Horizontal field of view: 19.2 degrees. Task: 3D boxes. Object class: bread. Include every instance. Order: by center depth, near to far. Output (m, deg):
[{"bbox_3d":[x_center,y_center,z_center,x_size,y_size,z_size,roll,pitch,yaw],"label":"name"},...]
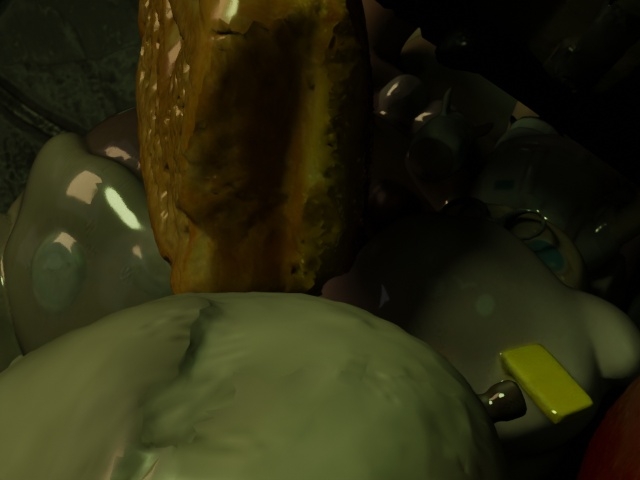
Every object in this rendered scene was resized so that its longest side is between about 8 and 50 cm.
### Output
[{"bbox_3d":[-0.025,-0.093,0.691,0.271,0.077,0.139,-101,17,-60],"label":"bread"}]

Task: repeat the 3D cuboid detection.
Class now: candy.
[{"bbox_3d":[-0.056,0.146,0.541,0.295,0.185,0.295,-42,21,20],"label":"candy"}]

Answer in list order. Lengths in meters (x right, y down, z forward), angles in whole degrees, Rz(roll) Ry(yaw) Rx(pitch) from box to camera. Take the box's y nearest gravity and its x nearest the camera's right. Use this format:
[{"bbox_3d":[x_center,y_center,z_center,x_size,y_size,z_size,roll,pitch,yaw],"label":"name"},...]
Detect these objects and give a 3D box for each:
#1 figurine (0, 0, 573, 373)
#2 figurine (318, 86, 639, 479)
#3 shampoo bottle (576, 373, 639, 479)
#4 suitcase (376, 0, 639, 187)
[{"bbox_3d":[0.001,-0.001,0.873,0.380,0.248,0.203,-41,-19,-34],"label":"figurine"},{"bbox_3d":[0.060,0.024,0.706,0.229,0.137,0.112,-55,-27,-47],"label":"figurine"},{"bbox_3d":[0.077,0.106,0.340,0.102,0.064,0.260,-50,8,28],"label":"shampoo bottle"},{"bbox_3d":[0.144,-0.163,0.525,0.283,0.194,0.434,-54,-3,-6],"label":"suitcase"}]
